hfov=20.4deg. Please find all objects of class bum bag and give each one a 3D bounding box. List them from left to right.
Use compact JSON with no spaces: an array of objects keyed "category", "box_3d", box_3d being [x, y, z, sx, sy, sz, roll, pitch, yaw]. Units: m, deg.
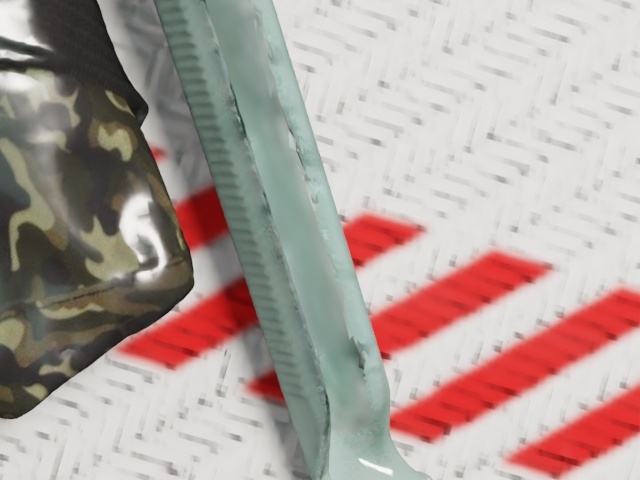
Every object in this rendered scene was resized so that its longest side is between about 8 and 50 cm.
[{"category":"bum bag","box_3d":[-0.104,-0.073,0.503,0.102,0.069,0.248,-10,92,13]}]

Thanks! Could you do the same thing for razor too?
[{"category":"razor","box_3d":[-0.006,0.000,0.513,0.111,0.056,0.278,-25,98,-29]}]
